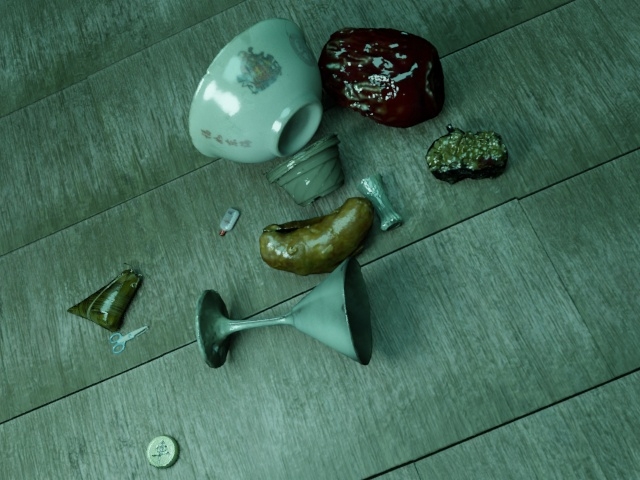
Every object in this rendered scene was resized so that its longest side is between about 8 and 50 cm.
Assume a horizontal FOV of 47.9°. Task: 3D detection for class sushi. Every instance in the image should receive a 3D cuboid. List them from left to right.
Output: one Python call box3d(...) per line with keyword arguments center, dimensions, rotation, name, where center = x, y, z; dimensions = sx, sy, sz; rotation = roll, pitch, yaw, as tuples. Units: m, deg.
box3d(center=(0.388, -0.236, 1.907), dimensions=(0.212, 0.115, 0.147), rotation=(0, 70, 15), name="sushi")

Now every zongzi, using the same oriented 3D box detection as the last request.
box3d(center=(-0.609, 0.147, 2.035), dimensions=(0.184, 0.084, 0.187), rotation=(15, 67, 29), name="zongzi")

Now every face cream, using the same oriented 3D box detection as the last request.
box3d(center=(-0.263, -0.051, 2.049), dimensions=(0.040, 0.021, 0.083), rotation=(23, 76, 21), name="face cream")

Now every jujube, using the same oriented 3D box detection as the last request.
box3d(center=(0.168, -0.455, 1.979), dimensions=(0.376, 0.258, 0.258), rotation=(23, 77, 16), name="jujube")

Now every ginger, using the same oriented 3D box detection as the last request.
box3d(center=(0.000, 0.000, 1.899), dimensions=(0.321, 0.172, 0.165), rotation=(-21, 28, 0), name="ginger")

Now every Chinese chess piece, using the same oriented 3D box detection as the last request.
box3d(center=(-0.406, 0.543, 1.851), dimensions=(0.084, 0.034, 0.084), rotation=(-5, 68, 12), name="Chinese chess piece")

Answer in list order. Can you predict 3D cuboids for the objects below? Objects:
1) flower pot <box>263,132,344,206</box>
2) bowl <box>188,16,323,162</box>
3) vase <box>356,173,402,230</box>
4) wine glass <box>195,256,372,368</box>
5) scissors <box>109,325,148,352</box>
box3d(center=(-0.024, -0.180, 1.950), dimensions=(0.235, 0.235, 0.141), rotation=(-29, 92, 2), name="flower pot")
box3d(center=(-0.122, -0.347, 1.904), dimensions=(0.196, 0.435, 0.435), rotation=(40, 83, 21), name="bowl")
box3d(center=(0.163, -0.098, 1.933), dimensions=(0.081, 0.081, 0.149), rotation=(-28, 70, 2), name="vase")
box3d(center=(-0.089, 0.196, 1.800), dimensions=(0.406, 0.267, 0.267), rotation=(-8, 68, 17), name="wine glass")
box3d(center=(-0.531, 0.266, 1.999), dimensions=(0.119, 0.014, 0.058), rotation=(-28, 66, 6), name="scissors")
